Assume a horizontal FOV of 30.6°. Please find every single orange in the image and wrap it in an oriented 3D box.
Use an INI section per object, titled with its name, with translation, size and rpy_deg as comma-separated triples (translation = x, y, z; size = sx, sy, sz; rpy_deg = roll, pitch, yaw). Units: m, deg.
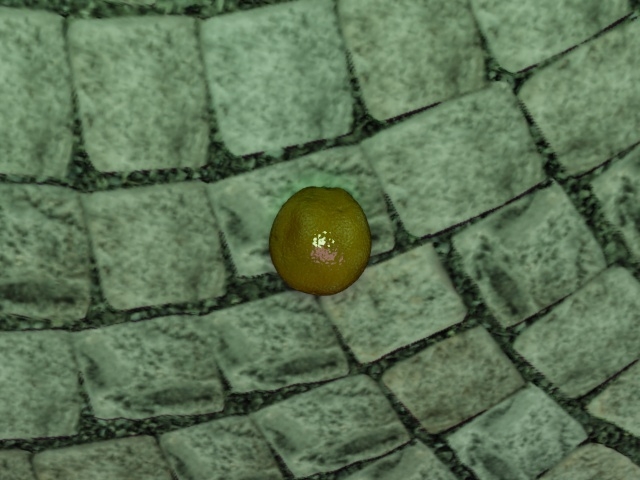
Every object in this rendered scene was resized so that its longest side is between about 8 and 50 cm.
[orange]
translation = 0.000, 0.000, 0.886
size = 0.085, 0.085, 0.085
rpy_deg = -3, 124, -4
